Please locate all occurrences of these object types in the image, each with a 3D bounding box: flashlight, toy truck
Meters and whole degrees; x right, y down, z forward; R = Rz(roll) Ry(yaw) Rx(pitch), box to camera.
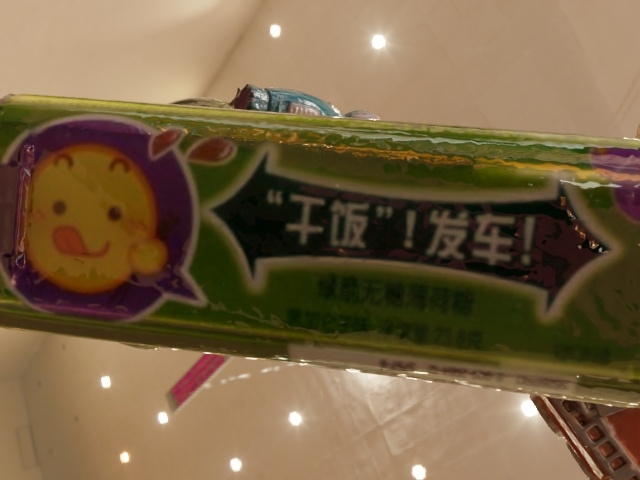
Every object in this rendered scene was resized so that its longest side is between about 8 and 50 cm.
[{"bbox_3d":[-0.005,-0.083,0.571,0.051,0.129,0.051,-22,-118,51],"label":"flashlight"},{"bbox_3d":[0.305,0.130,0.916,0.173,0.207,0.387,-37,-102,10],"label":"toy truck"}]

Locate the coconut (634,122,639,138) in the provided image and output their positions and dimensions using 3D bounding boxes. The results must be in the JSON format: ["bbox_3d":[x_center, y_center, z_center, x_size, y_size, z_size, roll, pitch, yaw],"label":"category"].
[{"bbox_3d":[0.535,-0.075,0.854,0.404,0.405,0.404,8,-79,48],"label":"coconut"}]

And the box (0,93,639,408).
[{"bbox_3d":[0.000,0.000,0.408,0.346,0.097,0.134,5,-89,9],"label":"box"}]

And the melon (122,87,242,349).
[{"bbox_3d":[-0.136,-0.022,0.752,0.182,0.182,0.287,50,-62,32],"label":"melon"}]
